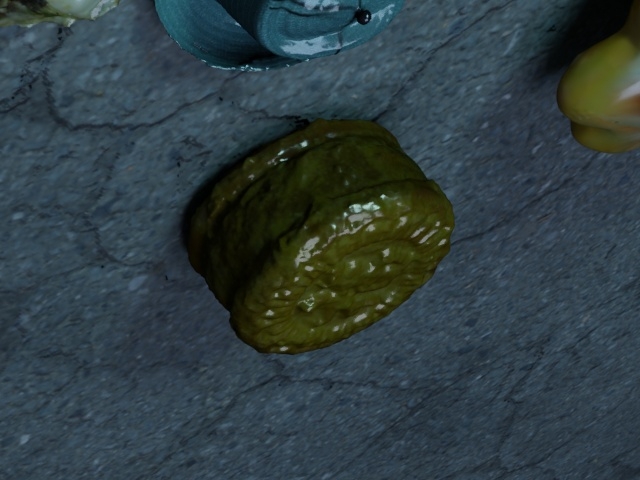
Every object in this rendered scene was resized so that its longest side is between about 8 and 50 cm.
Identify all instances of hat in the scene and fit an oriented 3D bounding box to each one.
[{"bbox_3d":[-0.001,-0.151,0.994,0.191,0.078,0.138,-15,146,-32],"label":"hat"}]

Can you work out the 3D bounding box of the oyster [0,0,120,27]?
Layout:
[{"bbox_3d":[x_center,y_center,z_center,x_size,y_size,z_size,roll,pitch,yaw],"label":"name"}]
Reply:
[{"bbox_3d":[-0.112,-0.165,0.887,0.122,0.045,0.146,-12,139,-30],"label":"oyster"}]

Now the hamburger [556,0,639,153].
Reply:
[{"bbox_3d":[0.330,-0.149,1.238,0.302,0.186,0.261,-48,153,8],"label":"hamburger"}]

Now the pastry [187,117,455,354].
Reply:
[{"bbox_3d":[0.000,0.000,1.220,0.189,0.103,0.188,-25,153,-14],"label":"pastry"}]
